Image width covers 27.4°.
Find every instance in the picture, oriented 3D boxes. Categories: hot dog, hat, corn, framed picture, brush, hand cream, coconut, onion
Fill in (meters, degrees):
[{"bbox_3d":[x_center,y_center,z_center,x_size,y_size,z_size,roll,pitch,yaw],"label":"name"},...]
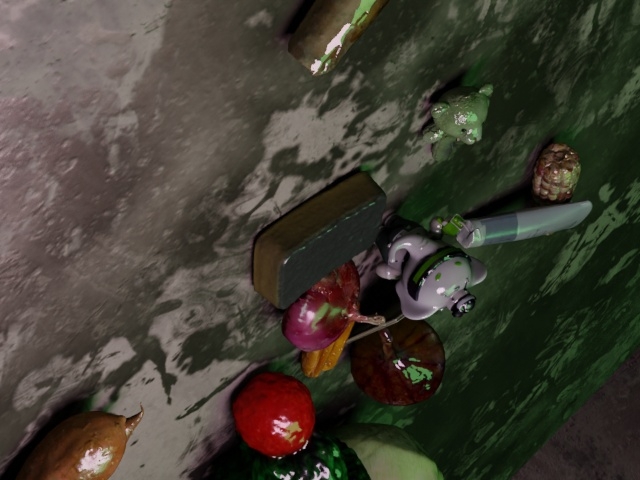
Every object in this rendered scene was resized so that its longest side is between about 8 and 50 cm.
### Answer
[{"bbox_3d":[0.014,0.143,2.002,0.071,0.045,0.165,-23,146,-40],"label":"hot dog"},{"bbox_3d":[-0.046,0.335,2.013,0.242,0.274,0.332,-38,128,-43],"label":"hat"},{"bbox_3d":[0.400,-0.084,2.257,0.079,0.079,0.237,-41,156,-14],"label":"corn"},{"bbox_3d":[0.121,0.105,2.032,0.173,0.010,0.231,-33,-179,-28],"label":"framed picture"},{"bbox_3d":[0.000,0.000,1.744,0.197,0.059,0.123,-34,154,-27],"label":"brush"},{"bbox_3d":[0.344,-0.027,2.195,0.255,0.048,0.079,-10,158,-30],"label":"hand cream"},{"bbox_3d":[0.067,0.484,2.270,0.328,0.328,0.281,-46,136,-3],"label":"coconut"},{"bbox_3d":[0.027,0.099,1.842,0.150,0.140,0.150,-55,162,-27],"label":"onion"}]

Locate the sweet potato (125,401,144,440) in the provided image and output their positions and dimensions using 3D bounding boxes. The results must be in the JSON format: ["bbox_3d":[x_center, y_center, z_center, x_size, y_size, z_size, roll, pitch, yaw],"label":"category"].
[{"bbox_3d":[-0.288,0.271,1.682,0.195,0.056,0.056,-44,158,21],"label":"sweet potato"}]

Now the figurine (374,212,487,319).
[{"bbox_3d":[0.154,0.037,1.889,0.147,0.192,0.126,-39,151,-11],"label":"figurine"}]

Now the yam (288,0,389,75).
[{"bbox_3d":[0.076,-0.311,1.387,0.071,0.067,0.317,28,106,-35],"label":"yam"}]

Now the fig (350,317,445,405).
[{"bbox_3d":[0.132,0.196,2.106,0.149,0.202,0.148,4,96,-14],"label":"fig"}]

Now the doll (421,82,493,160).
[{"bbox_3d":[0.195,-0.158,1.820,0.115,0.077,0.150,-30,164,-13],"label":"doll"}]

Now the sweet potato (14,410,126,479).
[{"bbox_3d":[-0.347,0.316,1.626,0.292,0.097,0.097,-46,157,14],"label":"sweet potato"}]
